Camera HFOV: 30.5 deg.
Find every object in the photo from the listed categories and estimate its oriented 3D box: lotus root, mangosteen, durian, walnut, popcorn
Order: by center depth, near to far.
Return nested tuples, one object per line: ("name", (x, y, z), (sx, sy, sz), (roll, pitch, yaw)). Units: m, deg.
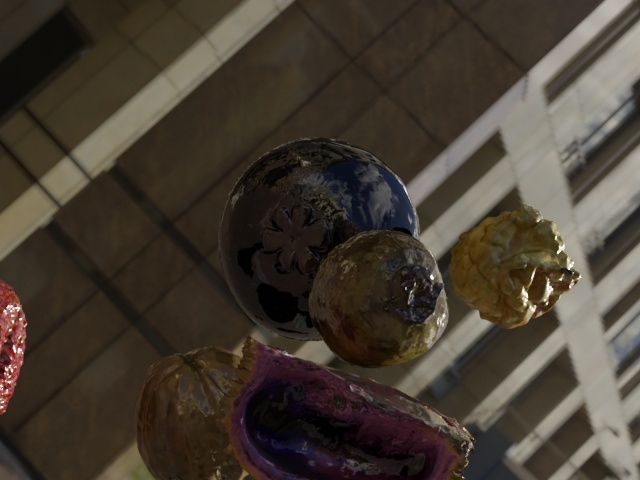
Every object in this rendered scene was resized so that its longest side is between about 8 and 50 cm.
("durian", (0.023, 0.183, 1.196), (0.260, 0.153, 0.186), (31, 22, -2))
("lotus root", (0.056, 0.061, 1.237), (0.260, 0.128, 0.145), (168, -80, -75))
("walnut", (-0.162, 0.258, 1.646), (0.213, 0.213, 0.213), (46, -7, 8))
("popcorn", (0.277, 0.037, 1.695), (0.170, 0.180, 0.180), (27, -21, 54))
("mangosteen", (0.000, 0.000, 1.787), (0.307, 0.307, 0.347), (46, 5, 8))

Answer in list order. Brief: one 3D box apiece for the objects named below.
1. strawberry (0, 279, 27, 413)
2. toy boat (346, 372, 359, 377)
("strawberry", (-0.537, 0.175, 1.672), (0.250, 0.288, 0.238), (-17, -69, 48))
("toy boat", (0.016, 0.320, 2.342), (0.296, 0.122, 0.114), (22, -24, -28))
